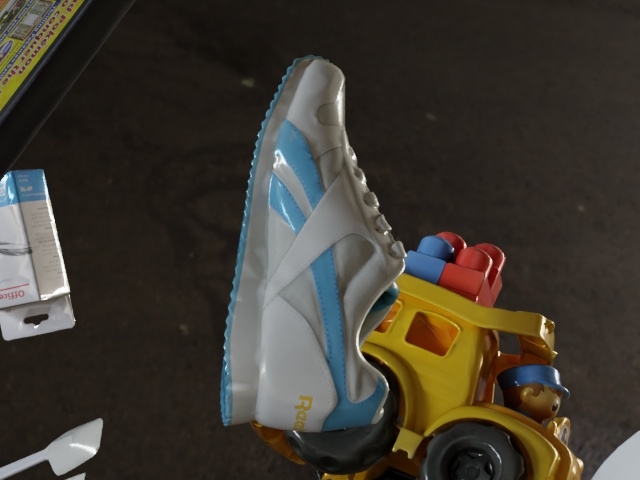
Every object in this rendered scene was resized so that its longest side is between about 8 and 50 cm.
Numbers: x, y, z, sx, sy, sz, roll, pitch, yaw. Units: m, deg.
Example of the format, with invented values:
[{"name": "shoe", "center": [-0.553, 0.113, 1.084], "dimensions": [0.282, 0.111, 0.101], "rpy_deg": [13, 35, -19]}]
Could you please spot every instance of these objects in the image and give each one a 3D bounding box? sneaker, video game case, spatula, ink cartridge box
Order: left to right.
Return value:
[{"name": "video game case", "center": [-0.273, -0.165, 1.076], "dimensions": [0.248, 0.275, 0.035], "rpy_deg": [21, -18, 48]}, {"name": "ink cartridge box", "center": [-0.343, 0.020, 1.394], "dimensions": [0.104, 0.180, 0.060], "rpy_deg": [-13, 0, 22]}, {"name": "spatula", "center": [-0.335, 0.301, 1.433], "dimensions": [0.019, 0.242, 0.168], "rpy_deg": [32, 47, -34]}, {"name": "sneaker", "center": [0.000, 0.000, 0.712], "dimensions": [0.092, 0.087, 0.228], "rpy_deg": [7, 63, -3]}]

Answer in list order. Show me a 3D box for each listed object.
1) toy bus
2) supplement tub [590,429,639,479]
[{"name": "toy bus", "center": [0.093, 0.095, 0.867], "dimensions": [0.220, 0.149, 0.211], "rpy_deg": [21, 69, 21]}, {"name": "supplement tub", "center": [0.247, 0.227, 0.522], "dimensions": [0.228, 0.228, 0.316], "rpy_deg": [8, 48, -24]}]
